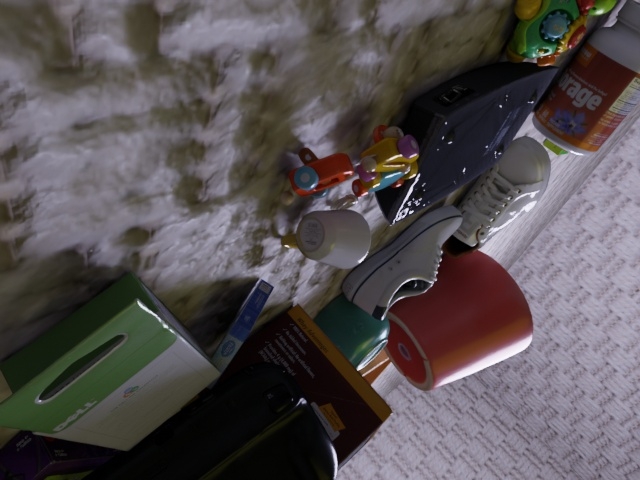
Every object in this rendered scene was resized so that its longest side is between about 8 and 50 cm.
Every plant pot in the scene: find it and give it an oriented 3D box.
[{"bbox_3d":[0.273,0.184,1.078,0.243,0.275,0.275,-27,153,-19],"label":"plant pot"}]

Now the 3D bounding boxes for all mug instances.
[{"bbox_3d":[0.003,0.001,0.491,0.078,0.062,0.064,-43,155,24],"label":"mug"},{"bbox_3d":[0.051,0.166,0.834,0.129,0.097,0.158,-32,155,-29],"label":"mug"}]

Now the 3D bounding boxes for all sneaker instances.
[{"bbox_3d":[0.154,0.039,0.803,0.258,0.091,0.094,-36,157,-21],"label":"sneaker"},{"bbox_3d":[0.306,-0.055,0.886,0.123,0.106,0.290,-36,158,-28],"label":"sneaker"}]

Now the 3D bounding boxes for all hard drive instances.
[{"bbox_3d":[0.174,-0.128,0.594,0.254,0.054,0.172,-29,153,-36],"label":"hard drive"}]

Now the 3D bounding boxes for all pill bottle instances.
[{"bbox_3d":[0.449,-0.252,0.776,0.121,0.121,0.216,-22,148,-44],"label":"pill bottle"}]

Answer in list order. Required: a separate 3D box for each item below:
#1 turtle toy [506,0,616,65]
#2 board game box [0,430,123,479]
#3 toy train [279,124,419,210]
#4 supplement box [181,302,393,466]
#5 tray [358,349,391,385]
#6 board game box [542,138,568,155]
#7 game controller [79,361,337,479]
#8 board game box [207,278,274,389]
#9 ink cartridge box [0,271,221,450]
[{"bbox_3d":[0.261,-0.244,0.528,0.130,0.066,0.095,-44,158,-3],"label":"turtle toy"},{"bbox_3d":[-0.340,0.318,0.483,0.347,0.056,0.208,-42,154,-7],"label":"board game box"},{"bbox_3d":[0.030,-0.070,0.463,0.125,0.046,0.166,-22,173,13],"label":"toy train"},{"bbox_3d":[-0.049,0.228,0.641,0.194,0.191,0.129,-32,155,-27],"label":"supplement box"},{"bbox_3d":[0.027,0.351,1.155,0.410,0.076,0.203,-9,139,-55],"label":"tray"},{"bbox_3d":[0.564,-0.270,1.053,0.092,0.043,0.181,-15,143,-51],"label":"board game box"},{"bbox_3d":[-0.132,0.262,0.468,0.319,0.167,0.067,-32,-164,-19],"label":"game controller"},{"bbox_3d":[-0.088,0.097,0.521,0.090,0.020,0.090,-55,-175,25],"label":"board game box"},{"bbox_3d":[-0.160,0.095,0.381,0.109,0.062,0.209,-38,157,-15],"label":"ink cartridge box"}]
